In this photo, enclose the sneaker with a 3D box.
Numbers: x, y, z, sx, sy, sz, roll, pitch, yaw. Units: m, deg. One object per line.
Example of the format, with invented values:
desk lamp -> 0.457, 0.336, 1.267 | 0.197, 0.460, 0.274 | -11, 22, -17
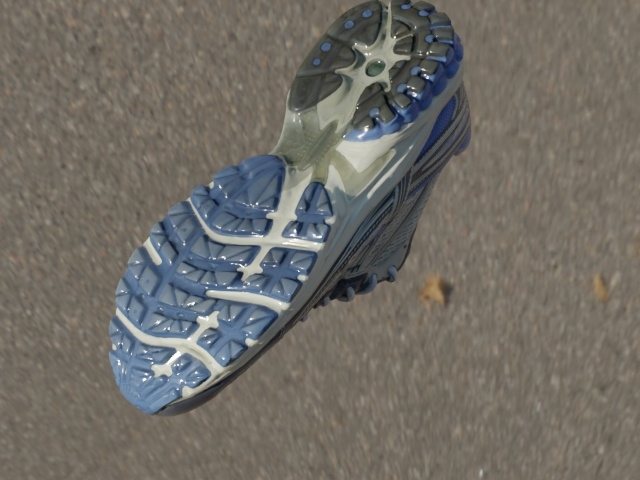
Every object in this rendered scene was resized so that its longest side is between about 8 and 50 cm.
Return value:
sneaker -> 0.000, 0.000, 0.382 | 0.052, 0.058, 0.135 | 32, 74, 38
